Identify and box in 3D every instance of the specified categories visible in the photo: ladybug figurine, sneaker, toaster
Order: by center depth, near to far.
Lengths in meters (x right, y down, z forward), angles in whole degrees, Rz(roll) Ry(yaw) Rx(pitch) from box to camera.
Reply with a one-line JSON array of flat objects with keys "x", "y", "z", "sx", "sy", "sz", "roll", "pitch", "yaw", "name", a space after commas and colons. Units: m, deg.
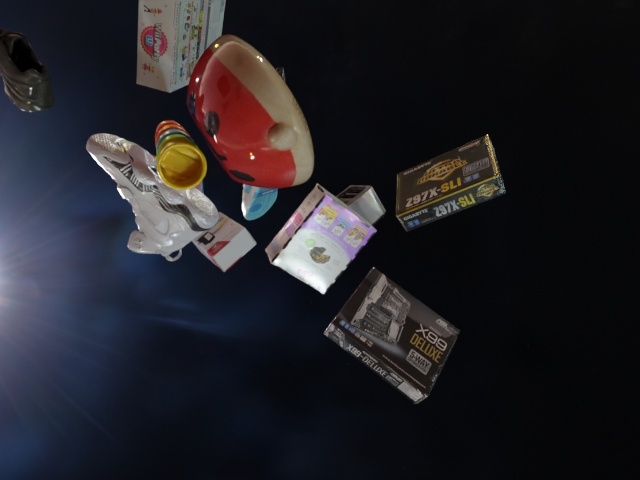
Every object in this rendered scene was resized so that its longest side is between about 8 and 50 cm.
[{"x": -0.152, "y": -0.233, "z": 0.963, "sx": 0.161, "sy": 0.305, "sz": 0.449, "roll": -31, "pitch": -154, "yaw": -7, "name": "ladybug figurine"}, {"x": -0.698, "y": -0.421, "z": 1.082, "sx": 0.286, "sy": 0.130, "sz": 0.109, "roll": 40, "pitch": -133, "yaw": -4, "name": "sneaker"}, {"x": -0.465, "y": -0.097, "z": 1.268, "sx": 0.210, "sy": 0.365, "sz": 0.137, "roll": -46, "pitch": -159, "yaw": 18, "name": "sneaker"}, {"x": 0.091, "y": -0.080, "z": 1.508, "sx": 0.168, "sy": 0.110, "sz": 0.185, "roll": -39, "pitch": -157, "yaw": -19, "name": "toaster"}, {"x": -0.249, "y": -0.242, "z": 1.796, "sx": 0.127, "sy": 0.319, "sz": 0.208, "roll": -17, "pitch": -123, "yaw": -40, "name": "sneaker"}]

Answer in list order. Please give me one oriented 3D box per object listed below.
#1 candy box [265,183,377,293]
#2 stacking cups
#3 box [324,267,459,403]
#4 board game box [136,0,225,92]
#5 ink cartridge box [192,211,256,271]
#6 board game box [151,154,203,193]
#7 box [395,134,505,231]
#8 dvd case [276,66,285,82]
[{"x": 0.000, "y": 0.000, "z": 1.114, "sx": 0.196, "sy": 0.164, "sz": 0.070, "roll": -51, "pitch": -149, "yaw": 9, "name": "candy box"}, {"x": -0.324, "y": -0.199, "z": 1.081, "sx": 0.096, "sy": 0.096, "sz": 0.316, "roll": -42, "pitch": -149, "yaw": -2, "name": "stacking cups"}, {"x": 0.201, "y": 0.253, "z": 1.353, "sx": 0.307, "sy": 0.076, "sz": 0.242, "roll": 37, "pitch": -129, "yaw": 8, "name": "box"}, {"x": -0.355, "y": -0.531, "z": 1.279, "sx": 0.097, "sy": 0.224, "sz": 0.303, "roll": 16, "pitch": -151, "yaw": 3, "name": "board game box"}, {"x": -0.293, "y": 0.000, "z": 1.465, "sx": 0.127, "sy": 0.072, "sz": 0.175, "roll": -44, "pitch": -141, "yaw": -15, "name": "ink cartridge box"}, {"x": -0.518, "y": -0.152, "z": 1.670, "sx": 0.242, "sy": 0.316, "sz": 0.064, "roll": 17, "pitch": -122, "yaw": -1, "name": "board game box"}, {"x": 0.397, "y": -0.182, "z": 1.549, "sx": 0.322, "sy": 0.079, "sz": 0.257, "roll": -22, "pitch": -147, "yaw": 25, "name": "box"}, {"x": -0.152, "y": -0.483, "z": 1.814, "sx": 0.029, "sy": 0.179, "sz": 0.239, "roll": 3, "pitch": -111, "yaw": 2, "name": "dvd case"}]
